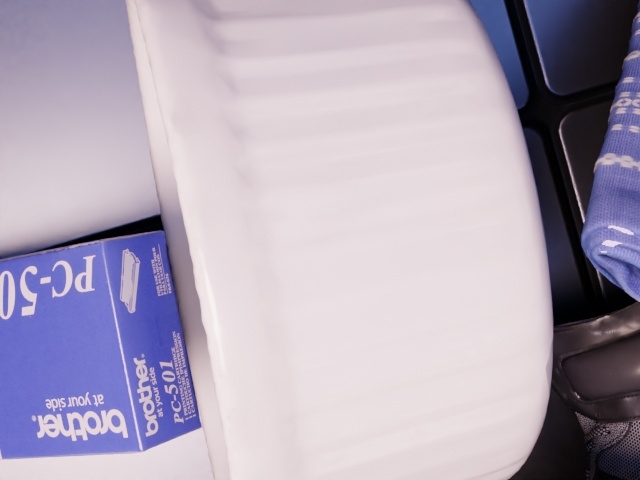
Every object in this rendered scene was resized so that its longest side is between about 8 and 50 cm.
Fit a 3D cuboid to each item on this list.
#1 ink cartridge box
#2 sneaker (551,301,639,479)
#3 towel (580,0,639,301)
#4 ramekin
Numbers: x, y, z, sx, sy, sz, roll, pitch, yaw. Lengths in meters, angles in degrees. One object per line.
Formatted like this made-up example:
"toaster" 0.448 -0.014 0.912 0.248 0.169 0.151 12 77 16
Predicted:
"ink cartridge box" -0.159 0.058 0.569 0.207 0.046 0.097 -10 91 34
"sneaker" 0.164 0.129 0.623 0.153 0.101 0.268 52 123 29
"towel" 0.249 -0.044 0.539 0.243 0.336 0.040 30 136 -4
"ramekin" 0.000 0.000 0.522 0.135 0.277 0.277 -11 95 -9
